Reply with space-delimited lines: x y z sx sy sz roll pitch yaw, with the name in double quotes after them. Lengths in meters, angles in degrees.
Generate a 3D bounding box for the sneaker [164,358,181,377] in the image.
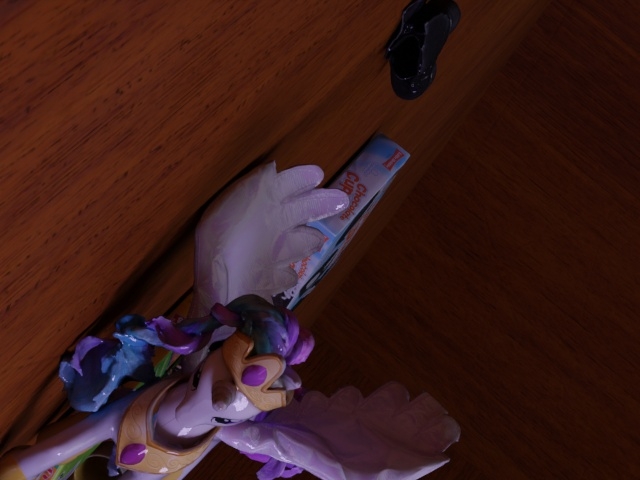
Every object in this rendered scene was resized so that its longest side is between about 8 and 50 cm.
-0.181 0.215 1.655 0.106 0.101 0.267 -51 177 -21 "sneaker"

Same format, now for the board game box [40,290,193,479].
-0.197 0.151 1.387 0.259 0.039 0.124 -44 174 -39 "board game box"

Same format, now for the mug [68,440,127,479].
-0.263 0.270 1.657 0.064 0.078 0.062 -65 160 -72 "mug"

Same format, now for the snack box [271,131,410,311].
0.000 0.000 1.943 0.187 0.060 0.322 -48 175 -35 "snack box"

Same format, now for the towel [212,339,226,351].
-0.220 0.288 2.027 0.308 0.076 0.227 -51 175 11 "towel"

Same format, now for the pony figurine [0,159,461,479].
-0.084 0.132 1.151 0.363 0.303 0.351 -35 176 33 "pony figurine"

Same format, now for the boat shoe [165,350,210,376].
-0.149 0.145 1.454 0.100 0.035 0.035 -44 147 -32 "boat shoe"

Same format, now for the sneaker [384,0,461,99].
0.091 -0.187 1.400 0.089 0.051 0.170 -47 170 -38 "sneaker"
